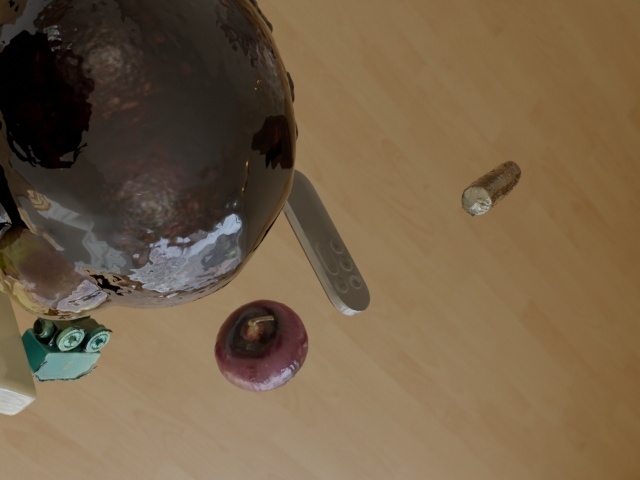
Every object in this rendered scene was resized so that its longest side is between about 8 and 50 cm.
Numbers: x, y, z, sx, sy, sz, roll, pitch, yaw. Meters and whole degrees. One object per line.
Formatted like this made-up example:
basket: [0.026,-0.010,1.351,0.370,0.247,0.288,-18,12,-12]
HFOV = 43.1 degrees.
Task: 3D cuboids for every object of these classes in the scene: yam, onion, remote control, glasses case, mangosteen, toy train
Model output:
yam: [0.162,-0.051,0.754,0.145,0.032,0.032,-31,110,-62]
onion: [-0.111,0.194,1.500,0.153,0.177,0.177,31,74,-43]
remote control: [0.000,0.000,1.197,0.077,0.022,0.245,-10,69,-51]
glasses case: [-0.695,0.212,1.703,0.070,0.313,0.131,-35,147,7]
mangosteen: [-0.173,-0.088,0.654,0.313,0.297,0.297,2,90,6]
toy train: [-0.581,0.233,1.840,0.163,0.112,0.203,-53,153,10]

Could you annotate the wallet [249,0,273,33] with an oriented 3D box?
wallet: [-0.163,-0.295,1.375,0.041,0.323,0.247,25,92,9]
